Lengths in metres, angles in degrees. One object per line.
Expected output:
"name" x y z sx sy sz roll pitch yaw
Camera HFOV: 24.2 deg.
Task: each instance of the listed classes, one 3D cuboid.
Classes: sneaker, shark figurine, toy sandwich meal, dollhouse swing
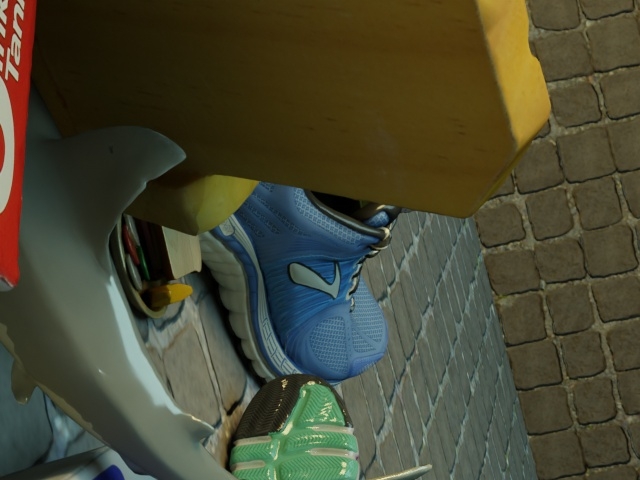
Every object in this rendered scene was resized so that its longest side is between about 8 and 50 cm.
"sneaker" 0.000 0.000 1.015 0.330 0.147 0.130 60 21 -55
"shark figurine" -0.077 0.016 0.596 0.278 0.116 0.166 53 20 2
"toy sandwich meal" -0.094 0.006 0.863 0.085 0.029 0.086 -13 90 -77
"sneaker" -0.019 0.198 0.952 0.098 0.083 0.224 99 -8 -54
"dollhouse swing" -0.021 -0.211 0.689 0.315 0.304 0.347 -56 135 -45

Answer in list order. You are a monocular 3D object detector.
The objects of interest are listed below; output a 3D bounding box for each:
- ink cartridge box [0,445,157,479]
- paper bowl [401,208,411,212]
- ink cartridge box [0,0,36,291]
"ink cartridge box" -0.113 0.189 0.522 0.371 0.069 0.176 -27 103 -74
"paper bowl" 0.000 -0.151 1.162 0.284 0.148 0.284 -13 90 -77
"ink cartridge box" -0.159 -0.165 0.337 0.272 0.130 0.310 59 31 -74
